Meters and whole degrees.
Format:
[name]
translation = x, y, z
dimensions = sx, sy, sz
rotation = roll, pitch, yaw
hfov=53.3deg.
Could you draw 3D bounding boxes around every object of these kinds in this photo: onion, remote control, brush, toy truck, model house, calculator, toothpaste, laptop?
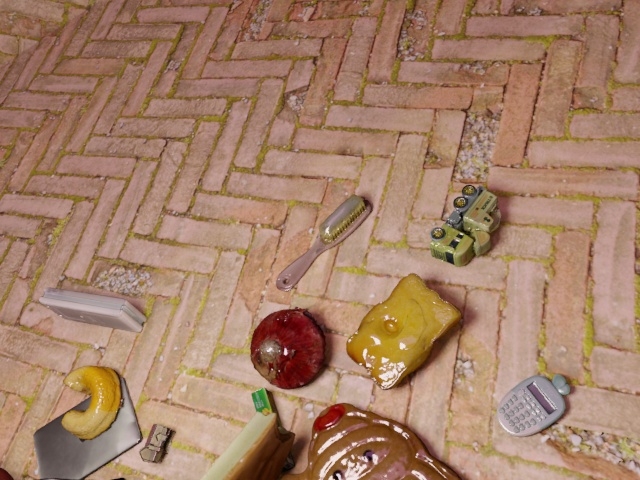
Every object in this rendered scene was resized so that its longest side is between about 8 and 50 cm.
[onion]
translation = -0.079, 0.231, 1.394
dimensions = 0.184, 0.147, 0.184
rotation = -6, 73, 20
[remote control]
translation = -0.592, 0.177, 1.661
dimensions = 0.277, 0.103, 0.055
rotation = 6, 60, 25
[brush]
translation = -0.002, -0.002, 1.558
dimensions = 0.313, 0.067, 0.072
rotation = -45, 55, -6
[toy truck]
translation = 0.335, -0.028, 1.424
dimensions = 0.116, 0.085, 0.191
rotation = 30, 72, 28
[model house]
translation = -0.372, 0.455, 1.429
dimensions = 0.058, 0.057, 0.083
rotation = 9, 66, 21
[calculator]
translation = 0.408, 0.313, 1.220
dimensions = 0.153, 0.021, 0.095
rotation = -34, 54, 0
[toothpaste]
translation = -0.102, 0.401, 1.360
dimensions = 0.037, 0.043, 0.178
rotation = -26, 54, 2
[laptop]
translation = -0.560, 0.468, 1.522
dimensions = 0.269, 0.015, 0.188
rotation = -33, 53, 1

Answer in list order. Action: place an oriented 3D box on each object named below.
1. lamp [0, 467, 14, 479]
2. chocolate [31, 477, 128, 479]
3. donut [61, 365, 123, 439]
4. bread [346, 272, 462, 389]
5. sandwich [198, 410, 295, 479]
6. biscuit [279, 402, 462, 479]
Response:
[lamp]
translation = -0.797, 0.612, 1.362
dimensions = 0.303, 0.303, 0.257
rotation = -53, 21, -14
[chocolate]
translation = -0.522, 0.614, 1.209
dimensions = 0.383, 0.331, 0.384
rotation = -15, 51, 19
[donut]
translation = -0.548, 0.375, 1.522
dimensions = 0.146, 0.078, 0.181
rotation = -18, 54, 15
[bread]
translation = 0.174, 0.197, 1.350
dimensions = 0.233, 0.088, 0.161
rotation = -43, 49, -4
[sandwich]
translation = -0.122, 0.459, 1.243
dimensions = 0.063, 0.245, 0.212
rotation = 25, 56, 30
[biscuit]
translation = 0.084, 0.491, 1.221
dimensions = 0.359, 0.074, 0.381
rotation = -30, 57, 0
